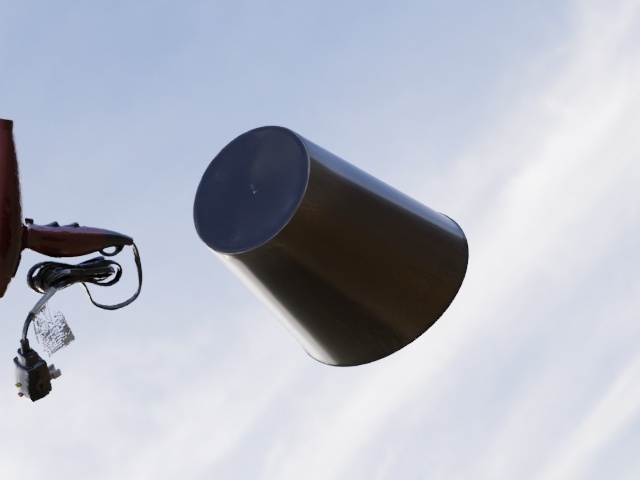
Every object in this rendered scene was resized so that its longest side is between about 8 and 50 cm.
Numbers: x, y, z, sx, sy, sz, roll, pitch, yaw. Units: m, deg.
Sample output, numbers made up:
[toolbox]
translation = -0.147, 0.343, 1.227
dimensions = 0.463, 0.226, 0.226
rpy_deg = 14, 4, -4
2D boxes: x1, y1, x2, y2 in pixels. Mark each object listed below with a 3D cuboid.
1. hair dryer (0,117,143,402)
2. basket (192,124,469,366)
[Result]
[hair dryer]
translation = -0.309, 0.000, 1.385
dimensions = 0.224, 0.080, 0.294
rpy_deg = -55, -41, -43
[basket]
translation = 0.000, 0.000, 1.226
dimensions = 0.204, 0.154, 0.227
rpy_deg = -31, -39, 18
